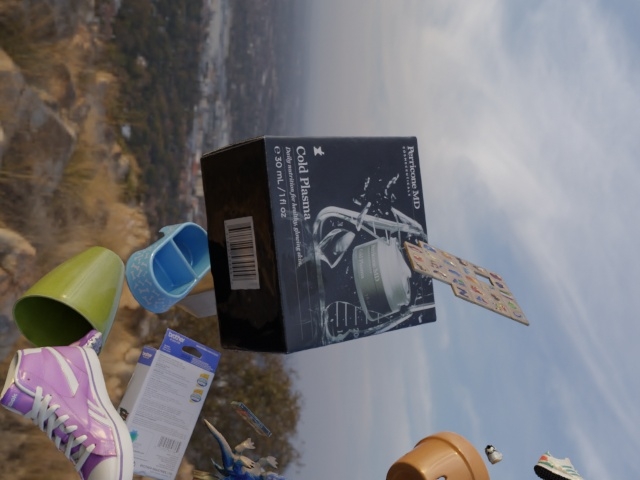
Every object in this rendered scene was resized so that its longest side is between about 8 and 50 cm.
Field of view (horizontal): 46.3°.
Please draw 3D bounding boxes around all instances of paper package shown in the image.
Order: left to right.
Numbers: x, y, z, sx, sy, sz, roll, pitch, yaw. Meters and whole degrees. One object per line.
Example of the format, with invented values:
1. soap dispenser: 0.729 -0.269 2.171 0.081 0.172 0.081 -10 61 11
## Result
1. paper package: -0.292 0.105 2.285 0.325 0.309 0.168 63 14 -72

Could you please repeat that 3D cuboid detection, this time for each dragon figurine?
1. dragon figurine: -0.190 0.513 1.646 0.289 0.144 0.085 43 18 -33

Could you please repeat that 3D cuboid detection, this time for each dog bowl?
1. dog bowl: -0.367 0.059 1.889 0.166 0.074 0.297 59 32 -14

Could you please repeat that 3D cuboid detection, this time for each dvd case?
1. dvd case: -0.187 0.478 2.006 0.013 0.119 0.087 -44 -172 -23

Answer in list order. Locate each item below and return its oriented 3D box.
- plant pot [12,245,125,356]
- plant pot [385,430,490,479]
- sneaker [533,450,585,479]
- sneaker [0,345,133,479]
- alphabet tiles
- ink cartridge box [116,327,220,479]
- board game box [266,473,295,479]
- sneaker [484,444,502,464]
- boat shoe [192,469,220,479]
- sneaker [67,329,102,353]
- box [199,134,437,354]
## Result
1. plant pot: -0.704 0.160 2.215 0.293 0.274 0.275 -68 167 -46
2. plant pot: 0.332 0.736 2.238 0.291 0.203 0.291 7 -82 51
3. sneaker: 0.599 0.559 1.792 0.075 0.161 0.057 -43 145 -40
4. sneaker: -0.391 0.275 1.116 0.102 0.161 0.282 -54 -129 20
5. alphabet tiles: 0.273 0.072 1.439 0.198 0.237 0.009 -97 -149 -65
6. ink cartridge box: -0.352 0.365 1.669 0.186 0.065 0.311 35 71 -44
7. board game box: -0.062 0.474 1.343 0.020 0.090 0.090 11 83 -54
8. sneaker: 0.360 0.443 1.566 0.037 0.032 0.083 61 0 14
9. boat shoe: -0.239 0.578 1.721 0.178 0.064 0.060 44 53 -47
10. sneaker: -0.650 0.305 1.879 0.236 0.104 0.095 -51 165 -32
11. box: 0.000 0.000 1.828 0.297 0.471 0.480 -6 -90 51
